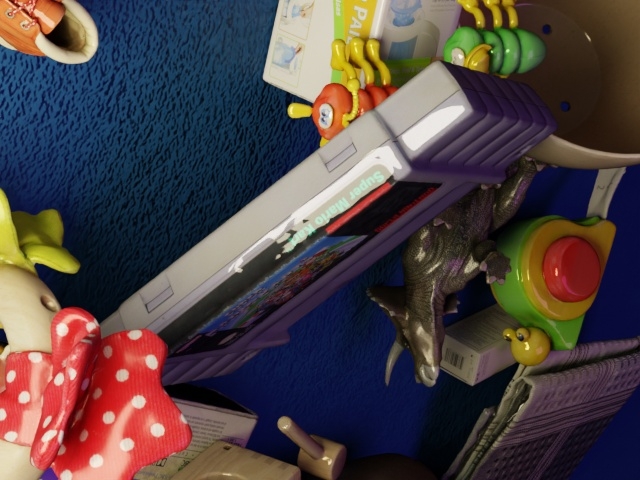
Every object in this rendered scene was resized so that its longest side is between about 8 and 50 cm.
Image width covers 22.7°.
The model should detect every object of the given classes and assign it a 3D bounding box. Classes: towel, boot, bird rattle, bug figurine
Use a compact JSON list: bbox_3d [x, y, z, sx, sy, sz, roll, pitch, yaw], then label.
[{"bbox_3d":[0.231,0.243,1.834,0.324,0.056,0.312,-6,133,-54],"label":"towel"},{"bbox_3d":[-0.197,-0.162,0.979,0.059,0.084,0.158,-57,145,-7],"label":"boot"},{"bbox_3d":[-0.200,0.086,1.018,0.207,0.253,0.143,-49,152,22],"label":"bird rattle"},{"bbox_3d":[0.081,-0.190,1.161,0.216,0.072,0.279,-10,118,-28],"label":"bug figurine"}]

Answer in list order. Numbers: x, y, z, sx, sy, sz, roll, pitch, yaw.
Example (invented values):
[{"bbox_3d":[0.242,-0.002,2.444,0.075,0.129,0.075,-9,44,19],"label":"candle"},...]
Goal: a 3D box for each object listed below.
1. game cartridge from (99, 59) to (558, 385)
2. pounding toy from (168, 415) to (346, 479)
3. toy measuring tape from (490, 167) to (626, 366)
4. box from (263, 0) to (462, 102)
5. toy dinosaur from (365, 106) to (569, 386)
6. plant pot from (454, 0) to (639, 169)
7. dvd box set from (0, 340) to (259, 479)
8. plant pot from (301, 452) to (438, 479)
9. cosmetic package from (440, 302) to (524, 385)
[{"bbox_3d":[0.000,0.000,1.188,0.355,0.068,0.230,-37,171,20],"label":"game cartridge"},{"bbox_3d":[-0.067,0.213,1.307,0.206,0.094,0.181,-35,134,-52],"label":"pounding toy"},{"bbox_3d":[0.254,-0.025,1.690,0.121,0.121,0.330,48,57,-55],"label":"toy measuring tape"},{"bbox_3d":[0.045,-0.209,1.260,0.114,0.103,0.203,-11,121,-50],"label":"box"},{"bbox_3d":[0.135,-0.021,1.513,0.121,0.160,0.313,33,67,-14],"label":"toy dinosaur"},{"bbox_3d":[0.222,-0.182,1.416,0.284,0.284,0.191,-51,-179,-19],"label":"plant pot"},{"bbox_3d":[-0.233,0.299,1.264,0.307,0.062,0.420,21,94,-57],"label":"dvd box set"},{"bbox_3d":[0.032,0.300,1.527,0.230,0.215,0.215,-36,140,-56],"label":"plant pot"},{"bbox_3d":[0.176,0.110,1.701,0.115,0.060,0.041,-19,128,-46],"label":"cosmetic package"}]
